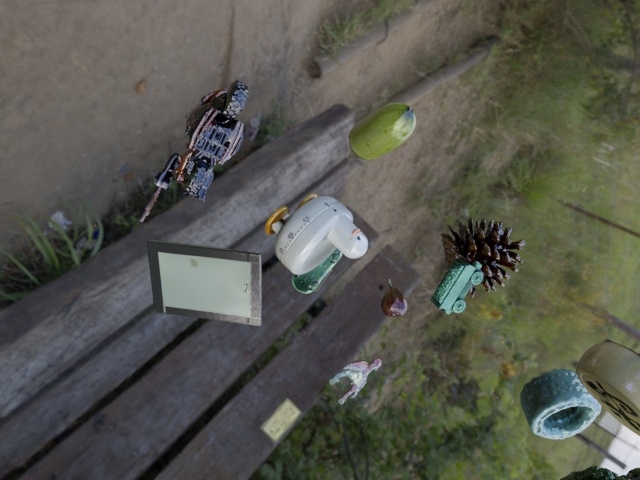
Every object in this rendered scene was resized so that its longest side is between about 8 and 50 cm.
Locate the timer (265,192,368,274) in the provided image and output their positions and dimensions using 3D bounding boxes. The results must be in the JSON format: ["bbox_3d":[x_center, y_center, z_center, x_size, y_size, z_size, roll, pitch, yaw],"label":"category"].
[{"bbox_3d":[0.000,0.000,1.527,0.233,0.240,0.233,-42,165,-14],"label":"timer"}]

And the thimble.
[{"bbox_3d":[0.769,0.523,1.823,0.235,0.143,0.198,-20,125,12],"label":"thimble"}]

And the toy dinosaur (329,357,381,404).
[{"bbox_3d":[0.091,0.320,1.397,0.167,0.053,0.242,-41,150,-19],"label":"toy dinosaur"}]

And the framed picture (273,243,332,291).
[{"bbox_3d":[-0.071,0.066,2.149,0.016,0.250,0.184,-37,167,-34],"label":"framed picture"}]

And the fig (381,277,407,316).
[{"bbox_3d":[0.238,0.185,1.858,0.089,0.088,0.125,76,11,-62],"label":"fig"}]

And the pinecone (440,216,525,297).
[{"bbox_3d":[0.517,0.046,1.808,0.264,0.264,0.264,-46,156,-27],"label":"pinecone"}]

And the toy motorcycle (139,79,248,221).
[{"bbox_3d":[-0.291,-0.197,1.338,0.134,0.207,0.401,23,100,-26],"label":"toy motorcycle"}]

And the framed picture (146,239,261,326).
[{"bbox_3d":[-0.343,0.130,1.699,0.016,0.346,0.265,-73,167,-60],"label":"framed picture"}]

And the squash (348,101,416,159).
[{"bbox_3d":[0.197,-0.337,1.715,0.132,0.132,0.247,-47,-169,-24],"label":"squash"}]

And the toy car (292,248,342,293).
[{"bbox_3d":[-0.012,0.077,1.721,0.186,0.093,0.058,-52,162,3],"label":"toy car"}]

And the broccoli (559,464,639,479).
[{"bbox_3d":[0.528,0.567,1.019,0.413,0.309,0.321,9,76,-83],"label":"broccoli"}]

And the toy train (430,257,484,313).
[{"bbox_3d":[0.380,0.126,1.582,0.099,0.070,0.172,24,102,-28],"label":"toy train"}]

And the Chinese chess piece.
[{"bbox_3d":[0.736,0.356,1.346,0.104,0.257,0.257,-42,157,-5],"label":"Chinese chess piece"}]
